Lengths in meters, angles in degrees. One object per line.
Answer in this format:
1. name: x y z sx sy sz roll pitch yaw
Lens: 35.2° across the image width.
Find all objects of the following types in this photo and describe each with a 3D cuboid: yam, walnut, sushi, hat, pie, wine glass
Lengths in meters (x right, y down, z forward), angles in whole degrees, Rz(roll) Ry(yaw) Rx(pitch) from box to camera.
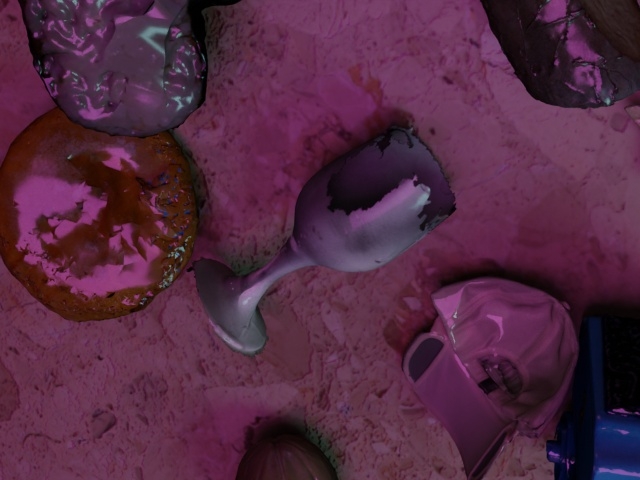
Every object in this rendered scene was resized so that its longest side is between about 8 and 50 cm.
1. yam: 0.225 -0.256 0.996 0.154 0.154 0.254 -26 106 21
2. walnut: -0.044 0.335 1.325 0.140 0.140 0.162 2 124 11
3. sushi: -0.196 -0.285 1.046 0.234 0.207 0.348 -4 119 0
4. hat: 0.214 0.172 1.204 0.164 0.219 0.226 -21 144 -14
5. pie: -0.266 -0.035 1.195 0.273 0.069 0.273 0 97 -2
6. wine glass: 0.000 0.000 1.165 0.321 0.143 0.143 -37 102 21

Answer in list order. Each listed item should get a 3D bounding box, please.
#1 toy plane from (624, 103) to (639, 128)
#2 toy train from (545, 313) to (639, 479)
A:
1. toy plane: 0.456 -0.117 1.035 0.256 0.104 0.242 -15 107 18
2. toy train: 0.352 0.236 1.104 0.188 0.300 0.265 7 119 8
